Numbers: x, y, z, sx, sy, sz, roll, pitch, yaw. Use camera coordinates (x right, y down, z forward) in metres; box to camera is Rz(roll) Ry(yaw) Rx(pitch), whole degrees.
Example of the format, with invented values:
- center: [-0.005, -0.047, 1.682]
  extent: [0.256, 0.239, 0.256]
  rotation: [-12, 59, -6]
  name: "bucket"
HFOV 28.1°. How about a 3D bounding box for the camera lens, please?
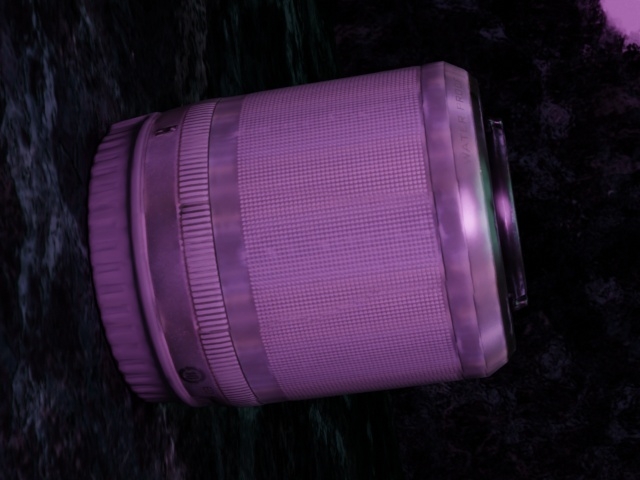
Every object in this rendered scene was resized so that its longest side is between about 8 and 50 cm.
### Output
- center: [0.000, 0.000, 0.895]
  extent: [0.219, 0.274, 0.220]
  rotation: [-8, 90, -82]
  name: "camera lens"
